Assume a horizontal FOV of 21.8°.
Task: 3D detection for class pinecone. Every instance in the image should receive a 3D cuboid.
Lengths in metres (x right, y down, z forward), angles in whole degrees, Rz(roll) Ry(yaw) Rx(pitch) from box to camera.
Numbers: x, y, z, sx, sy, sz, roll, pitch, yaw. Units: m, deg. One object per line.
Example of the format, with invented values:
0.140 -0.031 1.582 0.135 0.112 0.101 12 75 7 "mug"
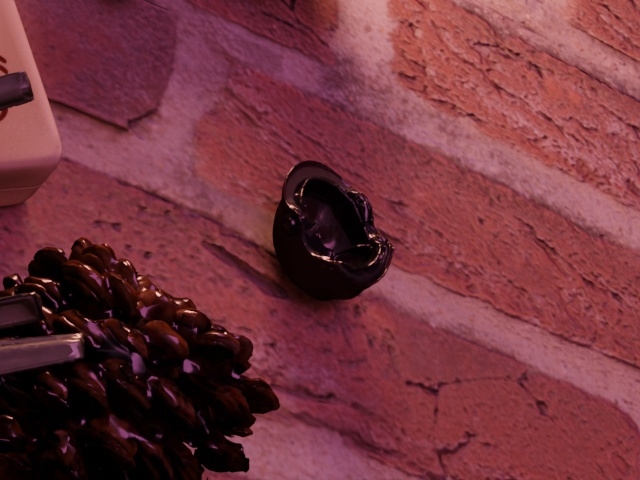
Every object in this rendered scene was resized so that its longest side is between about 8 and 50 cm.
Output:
-0.156 0.116 1.167 0.221 0.221 0.221 18 54 -27 "pinecone"

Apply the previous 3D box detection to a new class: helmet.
0.000 0.000 1.437 0.098 0.070 0.123 -15 66 -47 "helmet"

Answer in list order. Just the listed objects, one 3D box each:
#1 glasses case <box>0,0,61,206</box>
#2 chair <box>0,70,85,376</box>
-0.321 -0.186 1.314 0.144 0.076 0.336 -8 68 -39 "glasses case"
-0.301 0.005 0.985 0.275 0.190 0.203 -14 86 -1 "chair"
